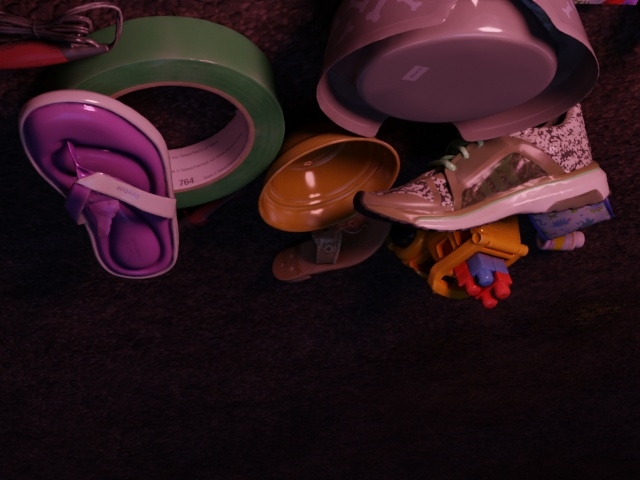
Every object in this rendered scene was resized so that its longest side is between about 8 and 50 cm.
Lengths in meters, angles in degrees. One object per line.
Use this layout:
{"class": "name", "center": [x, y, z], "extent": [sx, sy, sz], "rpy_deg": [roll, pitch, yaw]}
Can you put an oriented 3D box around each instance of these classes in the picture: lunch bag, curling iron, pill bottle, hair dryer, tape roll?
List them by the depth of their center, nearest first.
{"class": "hair dryer", "center": [-0.387, -0.209, 1.229], "extent": [0.224, 0.080, 0.293], "rpy_deg": [27, 136, -24]}
{"class": "tape roll", "center": [-0.211, -0.161, 1.400], "extent": [0.321, 0.077, 0.321], "rpy_deg": [-8, 148, -5]}
{"class": "curling iron", "center": [-0.204, -0.042, 1.630], "extent": [0.274, 0.035, 0.068], "rpy_deg": [-34, 138, 30]}
{"class": "lunch bag", "center": [0.400, -0.075, 1.719], "extent": [0.129, 0.096, 0.151], "rpy_deg": [-23, 156, 18]}
{"class": "pill bottle", "center": [0.435, -0.003, 1.892], "extent": [0.083, 0.043, 0.043], "rpy_deg": [3, 146, -22]}

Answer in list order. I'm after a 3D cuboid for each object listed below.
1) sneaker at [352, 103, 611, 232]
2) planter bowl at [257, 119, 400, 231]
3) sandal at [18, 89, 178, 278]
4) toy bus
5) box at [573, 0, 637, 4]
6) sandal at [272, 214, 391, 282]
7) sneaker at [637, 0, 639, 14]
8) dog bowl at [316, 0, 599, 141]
{"class": "sneaker", "center": [0.230, -0.118, 1.538], "extent": [0.410, 0.182, 0.158], "rpy_deg": [-11, -172, -21]}
{"class": "planter bowl", "center": [0.000, -0.111, 1.523], "extent": [0.217, 0.090, 0.217], "rpy_deg": [-16, 150, -9]}
{"class": "sandal", "center": [-0.267, -0.048, 1.390], "extent": [0.169, 0.102, 0.416], "rpy_deg": [-14, 148, 3]}
{"class": "toy bus", "center": [0.230, 0.023, 1.711], "extent": [0.149, 0.211, 0.220], "rpy_deg": [13, 142, -36]}
{"class": "box", "center": [0.328, -0.399, 1.216], "extent": [0.201, 0.057, 0.293], "rpy_deg": [-2, 147, -13]}
{"class": "sandal", "center": [0.001, 0.006, 1.723], "extent": [0.240, 0.088, 0.079], "rpy_deg": [-26, 152, 30]}
{"class": "sneaker", "center": [0.495, -0.349, 1.312], "extent": [0.130, 0.109, 0.286], "rpy_deg": [-11, 151, -13]}
{"class": "dog bowl", "center": [0.166, -0.233, 1.312], "extent": [0.349, 0.102, 0.349], "rpy_deg": [-2, 162, -1]}
